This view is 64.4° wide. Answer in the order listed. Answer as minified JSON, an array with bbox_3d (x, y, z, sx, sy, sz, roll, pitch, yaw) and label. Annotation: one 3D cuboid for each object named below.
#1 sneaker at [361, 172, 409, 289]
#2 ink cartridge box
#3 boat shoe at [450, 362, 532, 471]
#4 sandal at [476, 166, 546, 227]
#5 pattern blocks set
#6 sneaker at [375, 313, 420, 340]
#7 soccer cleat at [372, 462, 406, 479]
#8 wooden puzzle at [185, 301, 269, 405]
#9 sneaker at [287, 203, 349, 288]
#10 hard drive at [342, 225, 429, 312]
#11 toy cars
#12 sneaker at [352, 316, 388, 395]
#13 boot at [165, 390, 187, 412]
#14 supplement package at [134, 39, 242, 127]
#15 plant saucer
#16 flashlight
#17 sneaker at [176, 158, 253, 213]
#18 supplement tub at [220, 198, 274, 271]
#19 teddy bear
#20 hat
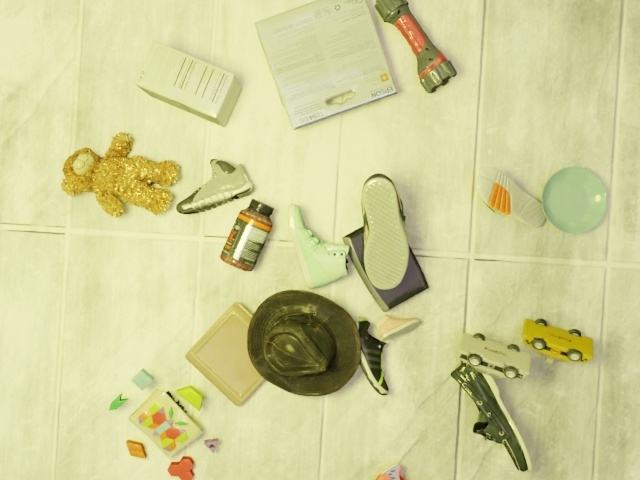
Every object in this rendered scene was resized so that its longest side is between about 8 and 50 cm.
[{"bbox_3d":[0.178,-0.030,1.396,0.126,0.127,0.320,-2,112,8],"label":"sneaker"},{"bbox_3d":[0.016,-0.520,1.472,0.324,0.071,0.329,-19,93,0],"label":"ink cartridge box"},{"bbox_3d":[0.474,0.501,1.434,0.113,0.127,0.339,-26,88,2],"label":"boat shoe"},{"bbox_3d":[0.533,-0.113,1.463,0.265,0.076,0.101,30,86,-20],"label":"sandal"},{"bbox_3d":[-0.447,0.531,1.462,0.325,0.026,0.285,36,100,-6],"label":"pattern blocks set"},{"bbox_3d":[0.221,0.238,1.475,0.135,0.051,0.070,-17,52,-20],"label":"sneaker"},{"bbox_3d":[0.283,0.785,1.451,0.116,0.108,0.318,-43,87,-3],"label":"soccer cleat"},{"bbox_3d":[-0.243,0.332,1.492,0.221,0.044,0.238,43,95,0],"label":"wooden puzzle"},{"bbox_3d":[0.000,0.000,1.456,0.151,0.094,0.255,-17,100,7],"label":"sneaker"},{"bbox_3d":[0.191,0.065,1.474,0.172,0.054,0.254,-29,89,1],"label":"hard drive"},{"bbox_3d":[0.566,0.315,1.415,0.394,0.176,0.087,-8,127,-16],"label":"toy cars"},{"bbox_3d":[0.154,0.331,1.460,0.097,0.084,0.234,-28,90,0],"label":"sneaker"},{"bbox_3d":[-0.461,0.511,1.494,0.121,0.045,0.099,-33,95,3],"label":"boot"},{"bbox_3d":[-0.368,-0.439,1.442,0.244,0.139,0.133,23,91,0],"label":"supplement package"},{"bbox_3d":[0.725,-0.115,1.469,0.195,0.037,0.194,0,89,-4],"label":"plant saucer"},{"bbox_3d":[0.265,-0.570,1.450,0.103,0.103,0.304,-35,91,4],"label":"flashlight"},{"bbox_3d":[-0.320,-0.165,1.477,0.229,0.086,0.132,-19,85,-9],"label":"sneaker"},{"bbox_3d":[-0.204,-0.018,1.457,0.106,0.106,0.197,24,90,1],"label":"supplement tub"},{"bbox_3d":[-0.578,-0.185,1.461,0.338,0.113,0.245,30,88,1],"label":"teddy bear"},{"bbox_3d":[-0.053,0.295,1.386,0.332,0.134,0.330,0,94,6],"label":"hat"}]
